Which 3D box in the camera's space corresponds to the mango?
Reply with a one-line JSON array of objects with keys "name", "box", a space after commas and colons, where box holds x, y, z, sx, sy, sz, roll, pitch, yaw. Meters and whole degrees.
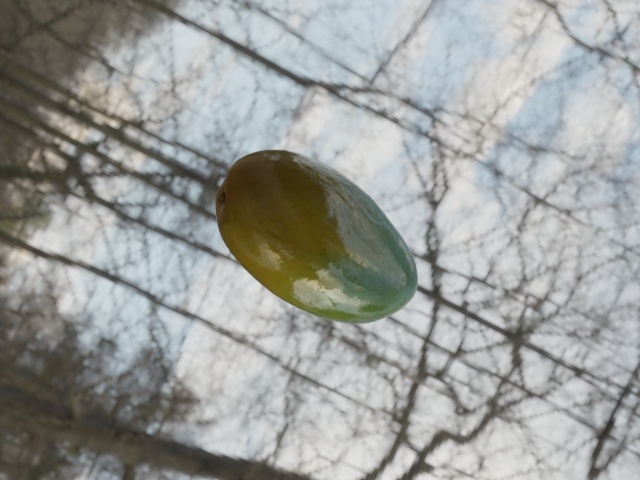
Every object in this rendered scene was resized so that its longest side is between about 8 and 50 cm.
[{"name": "mango", "box": [0.000, 0.000, 1.109, 0.092, 0.195, 0.130, -40, -149, 43]}]
